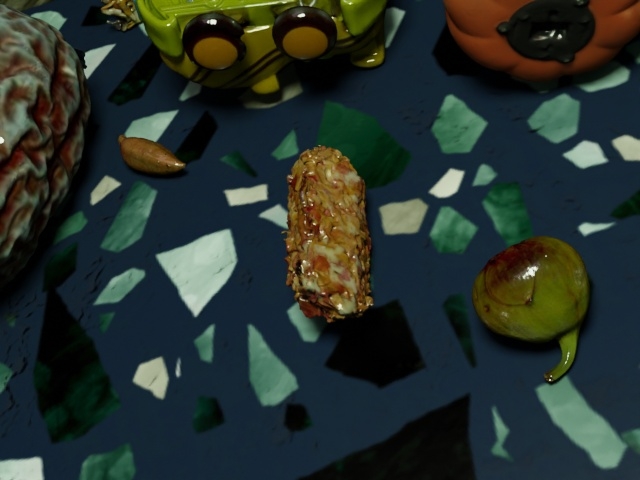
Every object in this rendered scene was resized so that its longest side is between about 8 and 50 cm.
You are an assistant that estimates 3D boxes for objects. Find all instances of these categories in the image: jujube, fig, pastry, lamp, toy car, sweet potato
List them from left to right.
[{"bbox_3d":[-0.345,-0.086,1.054,0.226,0.226,0.317,3,51,25],"label":"jujube"},{"bbox_3d":[-0.170,-0.082,1.084,0.095,0.034,0.034,23,66,36],"label":"sweet potato"},{"bbox_3d":[-0.049,-0.227,1.071,0.248,0.142,0.200,-3,53,9],"label":"toy car"},{"bbox_3d":[0.002,0.001,0.916,0.063,0.087,0.169,-38,38,40],"label":"pastry"},{"bbox_3d":[0.167,0.046,0.822,0.084,0.082,0.098,-39,88,-26],"label":"fig"},{"bbox_3d":[0.193,-0.236,0.946,0.187,0.188,0.164,-9,51,17],"label":"lamp"}]

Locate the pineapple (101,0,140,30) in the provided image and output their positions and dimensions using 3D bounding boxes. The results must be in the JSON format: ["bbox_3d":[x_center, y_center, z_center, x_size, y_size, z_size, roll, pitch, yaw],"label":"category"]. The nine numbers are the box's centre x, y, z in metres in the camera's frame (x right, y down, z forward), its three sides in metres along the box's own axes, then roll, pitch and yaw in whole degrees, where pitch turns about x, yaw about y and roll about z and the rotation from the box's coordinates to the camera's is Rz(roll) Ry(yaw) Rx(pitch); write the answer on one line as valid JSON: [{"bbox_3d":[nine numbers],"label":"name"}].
[{"bbox_3d":[-0.168,-0.341,1.208,0.186,0.236,0.114,0,48,-27],"label":"pineapple"}]
